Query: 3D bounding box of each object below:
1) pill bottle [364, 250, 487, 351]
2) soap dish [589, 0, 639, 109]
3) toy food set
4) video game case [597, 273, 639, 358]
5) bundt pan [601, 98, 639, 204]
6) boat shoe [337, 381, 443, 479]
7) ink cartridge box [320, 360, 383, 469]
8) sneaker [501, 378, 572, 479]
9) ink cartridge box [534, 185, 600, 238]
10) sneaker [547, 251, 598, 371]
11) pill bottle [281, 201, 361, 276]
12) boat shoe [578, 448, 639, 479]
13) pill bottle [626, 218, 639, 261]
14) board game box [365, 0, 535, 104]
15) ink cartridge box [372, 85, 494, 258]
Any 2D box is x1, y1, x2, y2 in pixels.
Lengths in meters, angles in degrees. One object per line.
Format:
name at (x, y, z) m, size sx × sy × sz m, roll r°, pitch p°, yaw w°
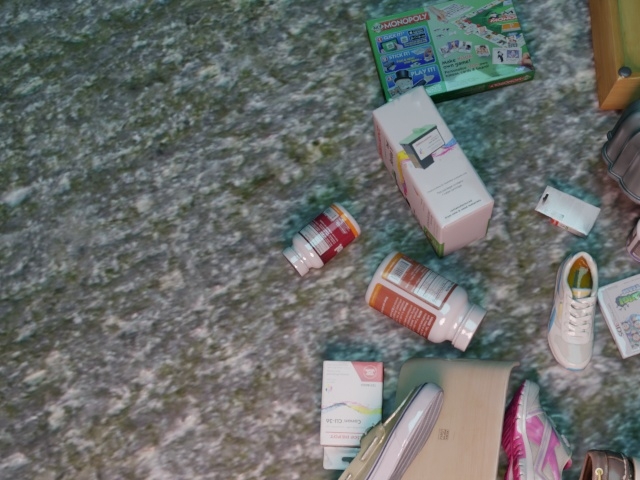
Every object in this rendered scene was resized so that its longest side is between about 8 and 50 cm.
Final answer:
pill bottle at (0.203, 0.120, 1.716) m, size 0.216 × 0.121 × 0.121 m, roll 30°, pitch 78°, yaw 14°
soap dish at (0.681, -0.414, 1.835) m, size 0.229 × 0.118 × 0.290 m, roll -1°, pitch 71°, yaw 6°
toy food set at (0.243, 0.362, 1.635) m, size 0.220 × 0.092 × 0.306 m, roll -2°, pitch 68°, yaw 35°
video game case at (0.626, 0.135, 1.717) m, size 0.157 × 0.019 × 0.143 m, roll -19°, pitch 71°, yaw 0°
bundt pan at (0.708, -0.175, 1.678) m, size 0.331 × 0.124 × 0.330 m, roll 3°, pitch 46°, yaw -4°
boat shoe at (0.110, 0.373, 1.587) m, size 0.094 × 0.109 × 0.302 m, roll 32°, pitch 93°, yaw 28°
ink cartridge box at (0.060, 0.331, 1.692) m, size 0.115 × 0.067 × 0.198 m, roll 0°, pitch 73°, yaw 6°
sneaker at (0.392, 0.372, 1.613) m, size 0.111 × 0.103 × 0.252 m, roll 10°, pitch 54°, yaw -4°
ink cartridge box at (0.492, -0.057, 1.789) m, size 0.115 × 0.029 × 0.062 m, roll 27°, pitch 78°, yaw 15°
sneaker at (0.480, 0.132, 1.696) m, size 0.088 × 0.092 × 0.228 m, roll 3°, pitch 74°, yaw 6°
pill bottle at (0.000, 0.000, 1.796) m, size 0.152 × 0.086 × 0.086 m, roll -40°, pitch 72°, yaw -6°
boat shoe at (0.451, 0.503, 1.519) m, size 0.097 × 0.116 × 0.324 m, roll 16°, pitch 106°, yaw 0°
pill bottle at (0.634, -0.011, 1.700) m, size 0.078 × 0.137 × 0.078 m, roll -2°, pitch 73°, yaw 6°
board game box at (0.274, -0.407, 1.917) m, size 0.318 × 0.046 × 0.213 m, roll -13°, pitch 70°, yaw 3°
ink cartridge box at (0.216, -0.131, 1.752) m, size 0.117 × 0.201 × 0.278 m, roll -27°, pitch 71°, yaw -3°
